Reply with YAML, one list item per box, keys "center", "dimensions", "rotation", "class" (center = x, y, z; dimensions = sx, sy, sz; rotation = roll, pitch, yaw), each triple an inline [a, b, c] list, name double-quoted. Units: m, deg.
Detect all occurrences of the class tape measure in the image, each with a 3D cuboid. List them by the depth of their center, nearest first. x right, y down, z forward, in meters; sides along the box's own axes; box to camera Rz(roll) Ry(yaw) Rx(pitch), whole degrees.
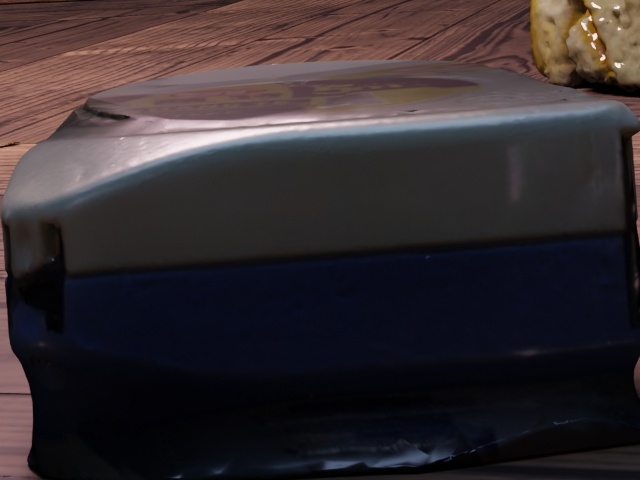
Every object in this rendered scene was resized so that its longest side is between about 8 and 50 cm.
- center: [0.000, -0.001, 0.804]
  dimensions: [0.259, 0.138, 0.262]
  rotation: [-3, 12, -2]
  class: "tape measure"

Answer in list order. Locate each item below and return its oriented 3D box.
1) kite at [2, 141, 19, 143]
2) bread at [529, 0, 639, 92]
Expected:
- center: [-0.338, -0.078, 1.586]
  dimensions: [0.159, 0.010, 0.190]
  rotation: [-8, 14, -25]
  class: "kite"
- center: [0.386, -0.269, 1.675]
  dimensions: [0.239, 0.264, 0.395]
  rotation: [-5, 10, -27]
  class: "bread"
